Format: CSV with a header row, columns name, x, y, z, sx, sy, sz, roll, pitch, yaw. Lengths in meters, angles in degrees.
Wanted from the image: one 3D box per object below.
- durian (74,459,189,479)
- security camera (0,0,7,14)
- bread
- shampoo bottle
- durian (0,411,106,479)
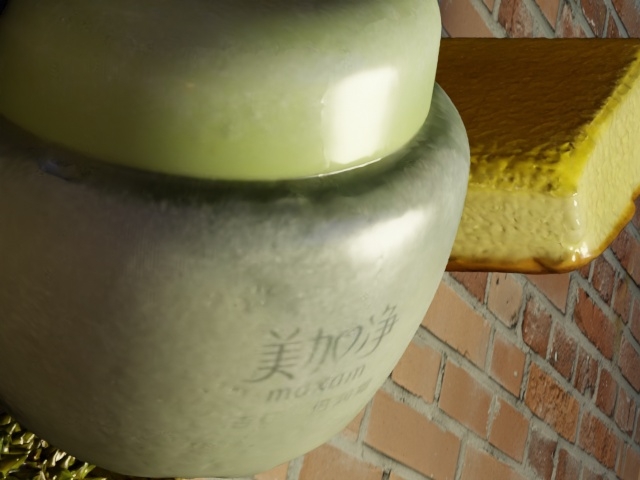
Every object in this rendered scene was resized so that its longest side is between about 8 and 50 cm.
name,x,y,z,sx,sy,sz,roll,pitch,yaw
durian,-0.141,0.137,1.156,0.191,0.112,0.341,-49,-171,7
security camera,-0.293,-0.191,0.739,0.277,0.191,0.197,28,29,-49
bread,0.160,-0.094,1.580,0.323,0.333,0.143,-47,134,-47
shampoo bottle,-0.077,-0.033,0.932,0.322,0.323,0.317,-45,151,-54
durian,-0.232,0.194,0.943,0.237,0.176,0.200,8,127,-34
